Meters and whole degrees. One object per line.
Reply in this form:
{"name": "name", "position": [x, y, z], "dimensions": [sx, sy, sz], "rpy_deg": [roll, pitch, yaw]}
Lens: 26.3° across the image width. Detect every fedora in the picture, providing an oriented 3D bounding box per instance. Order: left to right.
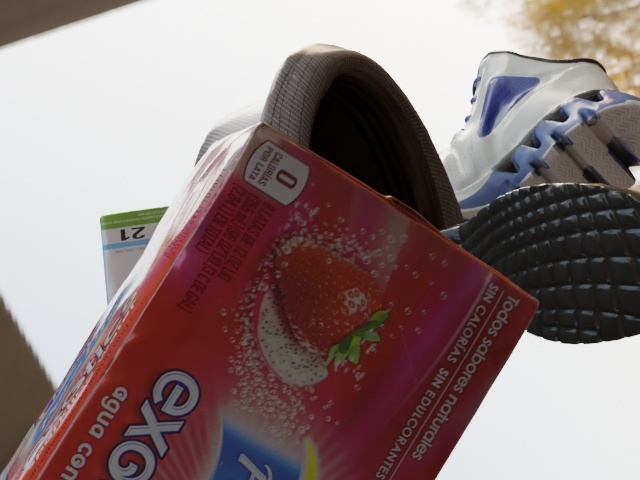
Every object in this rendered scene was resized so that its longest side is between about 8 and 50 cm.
{"name": "fedora", "position": [0.000, 0.000, 0.969], "dimensions": [0.275, 0.124, 0.243], "rpy_deg": [58, -143, -33]}

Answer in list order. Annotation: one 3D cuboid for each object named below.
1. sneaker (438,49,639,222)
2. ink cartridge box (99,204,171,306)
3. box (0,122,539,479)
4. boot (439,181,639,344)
{"name": "sneaker", "position": [0.176, -0.080, 1.362], "dimensions": [0.127, 0.315, 0.182], "rpy_deg": [46, -160, -35]}
{"name": "ink cartridge box", "position": [-0.109, 0.095, 1.368], "dimensions": [0.097, 0.189, 0.255], "rpy_deg": [52, -150, -76]}
{"name": "box", "position": [-0.048, 0.094, 0.513], "dimensions": [0.123, 0.257, 0.128], "rpy_deg": [33, 175, -11]}
{"name": "boot", "position": [0.154, 0.004, 0.780], "dimensions": [0.161, 0.246, 0.083], "rpy_deg": [-11, -89, -35]}
